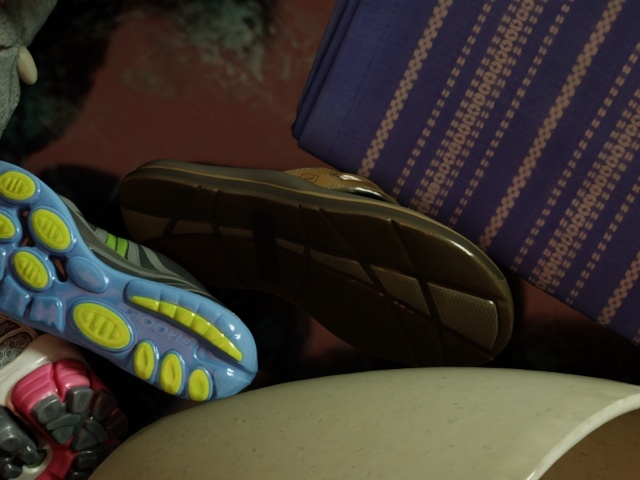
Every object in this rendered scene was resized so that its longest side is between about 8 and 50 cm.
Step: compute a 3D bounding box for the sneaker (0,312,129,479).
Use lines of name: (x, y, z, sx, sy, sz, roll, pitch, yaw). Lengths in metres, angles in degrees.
sneaker: (-0.223, 0.160, 0.898, 0.299, 0.121, 0.112, -49, 54, 9)

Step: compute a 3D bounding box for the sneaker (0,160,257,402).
sneaker: (-0.115, 0.025, 0.861, 0.188, 0.078, 0.067, 31, 87, 7)

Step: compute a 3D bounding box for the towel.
towel: (0.159, -0.054, 0.793, 0.336, 0.040, 0.243, 31, 128, 8)

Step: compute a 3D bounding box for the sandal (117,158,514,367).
sandal: (0.000, 0.000, 0.870, 0.219, 0.060, 0.090, 14, 129, 23)

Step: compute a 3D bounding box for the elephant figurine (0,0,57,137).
elephant figurine: (-0.169, -0.159, 0.846, 0.169, 0.239, 0.186, 42, 65, -9)

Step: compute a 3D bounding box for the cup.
cup: (0.009, 0.192, 0.770, 0.237, 0.331, 0.331, 18, 95, 34)
